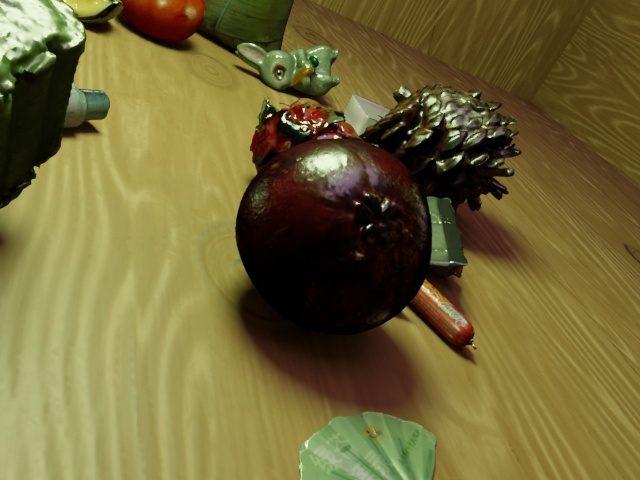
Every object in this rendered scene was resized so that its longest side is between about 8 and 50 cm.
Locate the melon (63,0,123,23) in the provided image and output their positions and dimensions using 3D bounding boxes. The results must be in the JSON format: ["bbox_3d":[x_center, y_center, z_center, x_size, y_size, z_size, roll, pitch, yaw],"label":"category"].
[{"bbox_3d":[-0.478,-0.484,1.326,0.160,0.079,0.128,29,7,3],"label":"melon"}]

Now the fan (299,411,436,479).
[{"bbox_3d":[0.048,0.221,0.612,0.131,0.009,0.240,35,26,19],"label":"fan"}]

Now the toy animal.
[{"bbox_3d":[-0.082,-0.412,1.566,0.251,0.127,0.125,0,47,-22],"label":"toy animal"}]

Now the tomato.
[{"bbox_3d":[-0.355,-0.525,1.445,0.195,0.136,0.195,21,24,-10],"label":"tomato"}]

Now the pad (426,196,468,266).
[{"bbox_3d":[0.140,-0.020,1.063,0.174,0.022,0.233,2,28,3],"label":"pad"}]

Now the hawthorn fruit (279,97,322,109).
[{"bbox_3d":[-0.046,-0.281,1.388,0.103,0.066,0.067,34,26,17],"label":"hawthorn fruit"}]

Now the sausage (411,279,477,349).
[{"bbox_3d":[0.167,0.100,0.912,0.145,0.048,0.050,47,-7,31],"label":"sausage"}]

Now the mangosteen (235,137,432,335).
[{"bbox_3d":[0.000,0.000,0.786,0.236,0.235,0.261,14,-15,-29],"label":"mangosteen"}]

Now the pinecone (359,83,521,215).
[{"bbox_3d":[0.242,-0.177,1.272,0.296,0.242,0.298,40,48,19],"label":"pinecone"}]

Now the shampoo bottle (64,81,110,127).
[{"bbox_3d":[-0.380,-0.183,0.862,0.072,0.072,0.214,39,27,22],"label":"shampoo bottle"}]

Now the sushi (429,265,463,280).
[{"bbox_3d":[0.188,0.027,1.066,0.118,0.061,0.060,23,26,40],"label":"sushi"}]

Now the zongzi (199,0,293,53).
[{"bbox_3d":[-0.231,-0.647,1.599,0.361,0.322,0.160,27,33,5],"label":"zongzi"}]

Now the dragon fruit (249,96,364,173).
[{"bbox_3d":[-0.014,-0.131,1.021,0.189,0.182,0.182,-1,34,-16],"label":"dragon fruit"}]

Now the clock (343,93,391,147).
[{"bbox_3d":[0.161,-0.266,1.556,0.197,0.063,0.150,18,27,-23],"label":"clock"}]

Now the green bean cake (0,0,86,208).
[{"bbox_3d":[-0.390,-0.146,0.514,0.319,0.218,0.335,27,49,-10],"label":"green bean cake"}]
